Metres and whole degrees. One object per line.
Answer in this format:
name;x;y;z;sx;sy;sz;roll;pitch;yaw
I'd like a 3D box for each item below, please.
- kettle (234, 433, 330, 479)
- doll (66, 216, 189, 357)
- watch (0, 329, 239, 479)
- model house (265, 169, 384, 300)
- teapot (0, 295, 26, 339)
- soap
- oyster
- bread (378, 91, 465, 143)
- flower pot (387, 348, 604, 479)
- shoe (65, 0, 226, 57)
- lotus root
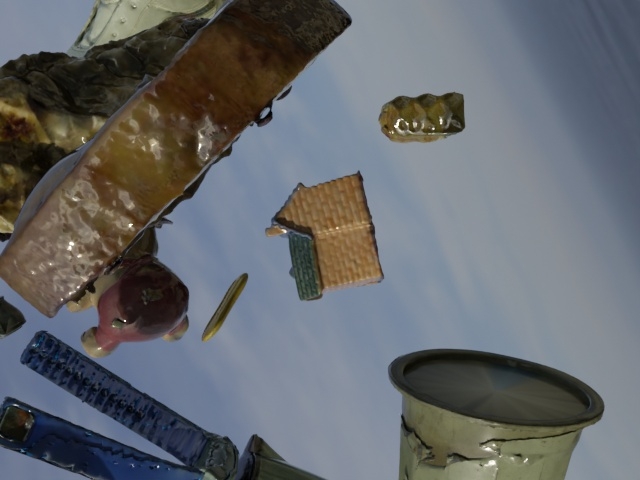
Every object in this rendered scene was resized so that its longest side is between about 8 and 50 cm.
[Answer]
kettle;-0.019;0.386;1.484;0.255;0.165;0.240;29;-116;-13
doll;-0.282;0.028;1.765;0.256;0.152;0.196;65;-162;14
watch;-0.228;0.213;1.443;0.275;0.068;0.276;22;-170;-9
model house;0.000;0.000;2.054;0.166;0.172;0.183;113;142;-81
teapot;-0.469;0.114;1.828;0.057;0.066;0.088;62;-179;-9
soap;-0.095;0.067;1.267;0.012;0.034;0.089;37;-127;-11
oyster;-0.155;-0.115;1.005;0.345;0.079;0.128;-37;-78;-42
bread;0.129;-0.154;1.604;0.066;0.110;0.060;76;-169;-57
flower pot;0.152;0.230;1.243;0.212;0.212;0.202;-58;-21;-78
shoe;-0.250;-0.257;1.592;0.132;0.342;0.210;26;133;47
lotus root;-0.065;-0.080;0.721;0.074;0.170;0.260;45;-138;-9
